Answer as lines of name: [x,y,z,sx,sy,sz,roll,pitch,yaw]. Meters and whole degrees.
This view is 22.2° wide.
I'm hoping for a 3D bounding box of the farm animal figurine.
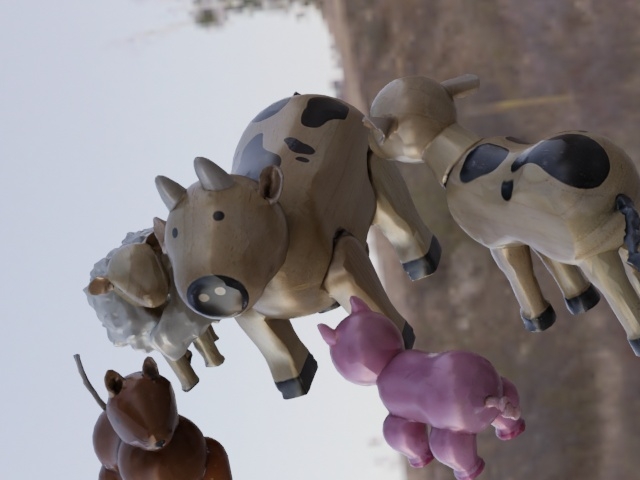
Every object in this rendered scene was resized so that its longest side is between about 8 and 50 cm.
farm animal figurine: [0.000,0.000,0.894,0.172,0.330,0.327,61,-172,-21]
